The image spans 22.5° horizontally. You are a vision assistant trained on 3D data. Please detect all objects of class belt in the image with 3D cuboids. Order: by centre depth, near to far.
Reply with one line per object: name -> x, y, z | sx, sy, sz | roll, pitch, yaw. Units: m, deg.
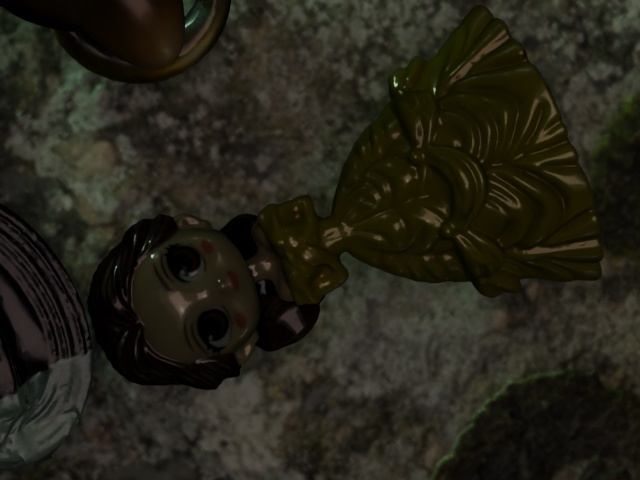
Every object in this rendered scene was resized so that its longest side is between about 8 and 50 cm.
belt -> -0.233, 0.060, 1.053 | 0.151, 0.078, 0.198 | -33, 98, -13

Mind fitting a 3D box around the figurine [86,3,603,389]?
figurine -> 0.001, 0.001, 1.037 | 0.315, 0.168, 0.187 | -25, 119, -7

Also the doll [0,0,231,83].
doll -> -0.108, -0.280, 0.998 | 0.318, 0.209, 0.340 | 40, 78, -34
